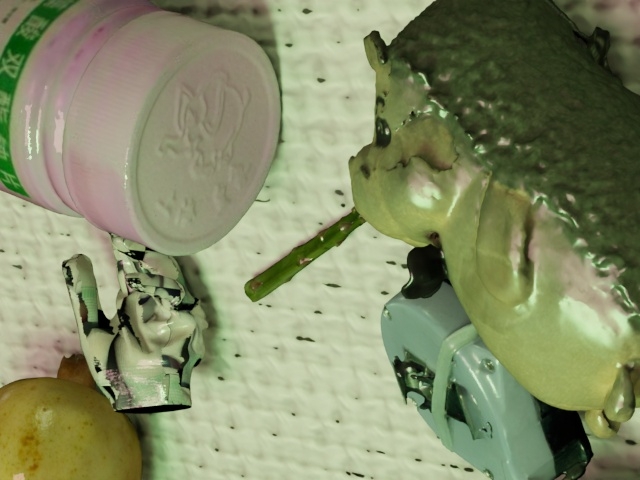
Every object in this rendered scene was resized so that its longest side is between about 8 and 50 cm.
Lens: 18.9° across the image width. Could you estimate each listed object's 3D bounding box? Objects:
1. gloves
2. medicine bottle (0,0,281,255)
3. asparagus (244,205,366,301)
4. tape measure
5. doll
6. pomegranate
[{"bbox_3d":[-0.179,0.062,1.899,0.127,0.111,0.212,-18,71,51],"label":"gloves"},{"bbox_3d":[-0.223,-0.130,1.745,0.325,0.212,0.212,22,126,33],"label":"medicine bottle"},{"bbox_3d":[0.000,0.000,1.750,0.248,0.025,0.024,-38,43,47],"label":"asparagus"},{"bbox_3d":[0.129,0.109,1.607,0.181,0.107,0.182,25,143,55],"label":"tape measure"},{"bbox_3d":[0.163,-0.026,1.433,0.247,0.247,0.349,-42,73,47],"label":"doll"},{"bbox_3d":[-0.280,0.241,2.016,0.207,0.207,0.207,22,126,33],"label":"pomegranate"}]
